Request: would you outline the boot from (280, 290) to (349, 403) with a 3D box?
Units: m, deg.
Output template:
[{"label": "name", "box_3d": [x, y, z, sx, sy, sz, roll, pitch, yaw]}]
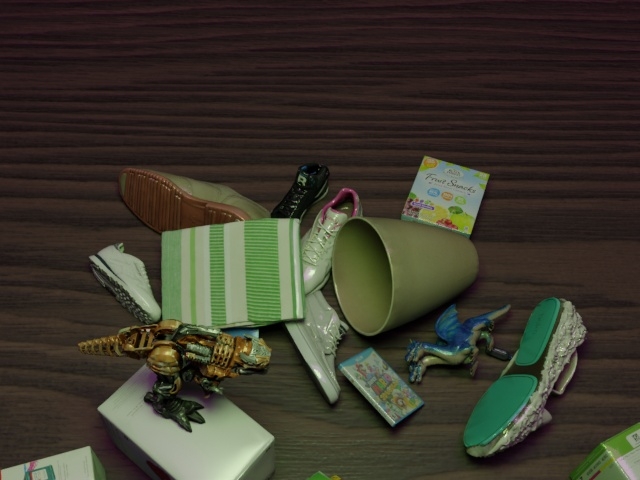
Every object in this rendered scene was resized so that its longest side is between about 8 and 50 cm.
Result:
[{"label": "boot", "box_3d": [0.010, 0.217, 1.623, 0.123, 0.095, 0.258, -25, 58, -11]}]

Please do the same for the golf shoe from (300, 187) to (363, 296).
[{"label": "golf shoe", "box_3d": [0.000, 0.000, 1.754, 0.115, 0.140, 0.306, 26, 59, 14]}]

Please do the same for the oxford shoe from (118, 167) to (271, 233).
[{"label": "oxford shoe", "box_3d": [-0.307, -0.085, 1.833, 0.396, 0.141, 0.146, 24, 30, 17]}]

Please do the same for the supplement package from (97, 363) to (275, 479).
[{"label": "supplement package", "box_3d": [-0.250, 0.383, 1.446, 0.293, 0.178, 0.175, 33, 58, 21]}]

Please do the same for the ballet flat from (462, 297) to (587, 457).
[{"label": "ballet flat", "box_3d": [0.447, 0.299, 1.561, 0.147, 0.147, 0.409, 30, 64, 18]}]

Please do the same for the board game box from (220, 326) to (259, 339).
[{"label": "board game box", "box_3d": [-0.197, 0.181, 1.674, 0.133, 0.033, 0.169, -4, 73, 9]}]

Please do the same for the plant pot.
[{"label": "plant pot", "box_3d": [0.205, 0.062, 1.672, 0.273, 0.256, 0.257, -7, 53, -27]}]

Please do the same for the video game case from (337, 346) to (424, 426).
[{"label": "video game case", "box_3d": [0.127, 0.302, 1.575, 0.166, 0.015, 0.119, 45, 34, 21]}]

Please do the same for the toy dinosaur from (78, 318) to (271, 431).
[{"label": "toy dinosaur", "box_3d": [-0.250, 0.199, 1.337, 0.321, 0.218, 0.164, 23, 54, 13]}]

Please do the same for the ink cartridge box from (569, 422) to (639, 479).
[{"label": "ink cartridge box", "box_3d": [0.600, 0.494, 1.388, 0.097, 0.189, 0.255, -21, 58, -17]}]

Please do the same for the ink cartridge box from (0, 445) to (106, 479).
[{"label": "ink cartridge box", "box_3d": [-0.524, 0.468, 1.403, 0.231, 0.134, 0.078, -14, 56, -11]}]

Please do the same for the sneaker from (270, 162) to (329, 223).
[{"label": "sneaker", "box_3d": [-0.061, -0.113, 1.841, 0.079, 0.121, 0.217, 31, 59, 20]}]

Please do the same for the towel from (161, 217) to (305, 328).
[{"label": "towel", "box_3d": [-0.195, 0.078, 1.664, 0.324, 0.038, 0.248, -8, 72, 13]}]

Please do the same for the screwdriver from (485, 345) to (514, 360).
[{"label": "screwdriver", "box_3d": [0.441, 0.266, 1.650, 0.169, 0.024, 0.025, 21, 27, 10]}]

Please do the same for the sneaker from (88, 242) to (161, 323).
[{"label": "sneaker", "box_3d": [-0.425, 0.091, 1.710, 0.094, 0.090, 0.235, -32, 62, -33]}]

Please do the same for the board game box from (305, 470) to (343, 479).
[{"label": "board game box", "box_3d": [-0.060, 0.512, 1.397, 0.259, 0.124, 0.039, -27, 98, -20]}]

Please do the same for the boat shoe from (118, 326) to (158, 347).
[{"label": "boat shoe", "box_3d": [-0.366, 0.222, 1.632, 0.152, 0.056, 0.049, 6, 49, 2]}]

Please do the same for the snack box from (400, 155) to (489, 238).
[{"label": "snack box", "box_3d": [0.308, -0.097, 1.875, 0.174, 0.070, 0.207, 17, 54, 11]}]

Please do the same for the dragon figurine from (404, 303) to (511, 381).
[{"label": "dragon figurine", "box_3d": [0.298, 0.199, 1.642, 0.144, 0.085, 0.289, 23, 57, 31]}]
